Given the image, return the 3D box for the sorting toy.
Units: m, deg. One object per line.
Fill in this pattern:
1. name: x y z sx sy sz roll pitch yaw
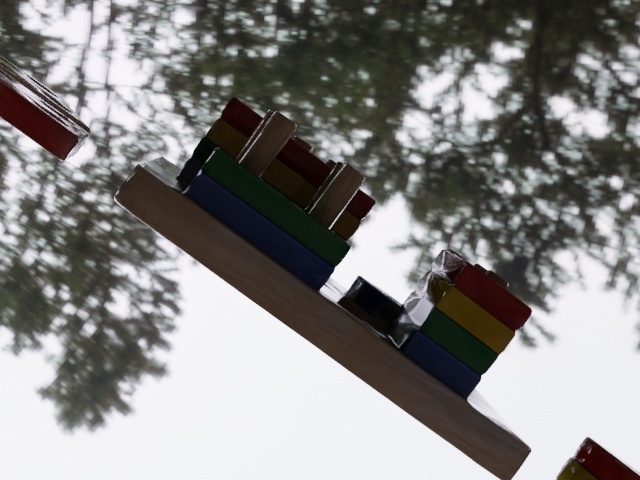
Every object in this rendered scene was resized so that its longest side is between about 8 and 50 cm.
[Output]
1. sorting toy: 0.000 0.000 0.445 0.274 0.132 0.046 36 -89 -5
